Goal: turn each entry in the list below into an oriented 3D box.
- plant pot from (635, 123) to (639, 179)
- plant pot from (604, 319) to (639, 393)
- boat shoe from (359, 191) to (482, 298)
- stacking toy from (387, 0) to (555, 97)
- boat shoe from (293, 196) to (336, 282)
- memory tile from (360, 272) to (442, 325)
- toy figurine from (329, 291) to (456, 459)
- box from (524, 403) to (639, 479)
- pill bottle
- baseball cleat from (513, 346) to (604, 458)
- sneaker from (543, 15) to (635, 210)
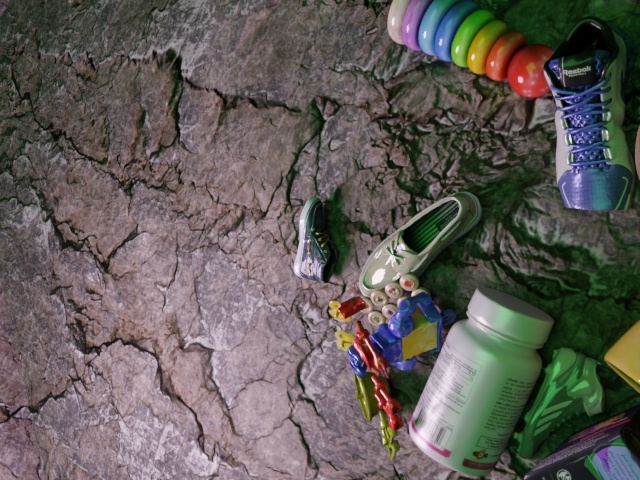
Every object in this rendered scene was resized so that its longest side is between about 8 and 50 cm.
[{"bbox_3d":[0.565,-0.129,0.784,0.229,0.263,0.263,15,96,53],"label":"plant pot"},{"bbox_3d":[0.556,0.156,0.767,0.239,0.254,0.254,-48,60,5],"label":"plant pot"},{"bbox_3d":[0.172,0.008,1.139,0.302,0.094,0.109,-46,62,25],"label":"boat shoe"},{"bbox_3d":[0.284,-0.358,1.075,0.330,0.141,0.141,41,110,25],"label":"stacking toy"},{"bbox_3d":[0.000,0.000,1.293,0.083,0.065,0.183,15,101,34],"label":"boat shoe"},{"bbox_3d":[0.153,0.132,1.158,0.148,0.012,0.113,-32,105,31],"label":"memory tile"},{"bbox_3d":[0.169,0.213,1.082,0.217,0.362,0.191,-27,47,-14],"label":"toy figurine"},{"bbox_3d":[0.422,0.342,0.819,0.143,0.270,0.165,-39,65,28],"label":"box"},{"bbox_3d":[0.274,0.234,1.006,0.160,0.160,0.283,29,104,35],"label":"pill bottle"},{"bbox_3d":[0.396,0.282,0.969,0.109,0.072,0.206,22,104,29],"label":"baseball cleat"},{"bbox_3d":[0.409,-0.205,0.924,0.127,0.182,0.315,1,87,38],"label":"sneaker"}]
